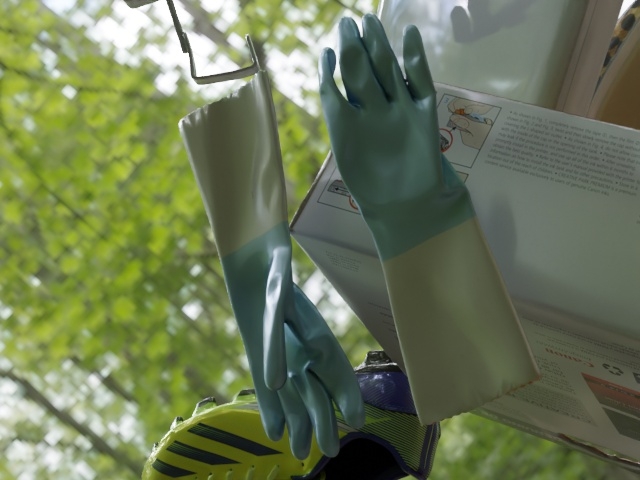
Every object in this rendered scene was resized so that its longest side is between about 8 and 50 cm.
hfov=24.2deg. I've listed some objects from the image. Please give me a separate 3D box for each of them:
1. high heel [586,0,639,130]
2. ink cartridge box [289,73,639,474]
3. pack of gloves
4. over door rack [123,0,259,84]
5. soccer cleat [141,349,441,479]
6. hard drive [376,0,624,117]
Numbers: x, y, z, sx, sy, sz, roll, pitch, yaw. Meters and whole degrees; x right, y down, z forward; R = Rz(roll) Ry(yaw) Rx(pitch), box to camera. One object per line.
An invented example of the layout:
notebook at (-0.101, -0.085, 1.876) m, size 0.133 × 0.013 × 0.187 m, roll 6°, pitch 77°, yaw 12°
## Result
high heel at (0.202, -0.111, 1.266) m, size 0.093 × 0.186 × 0.261 m, roll 7°, pitch -70°, yaw -30°
ink cartridge box at (0.178, 0.043, 0.940) m, size 0.130 × 0.309 × 0.272 m, roll -62°, pitch -31°, yaw -17°
pack of gloves at (0.000, 0.000, 0.826) m, size 0.046 × 0.232 × 0.195 m, roll -3°, pitch -20°, yaw -47°
over door rack at (-0.180, -0.268, 1.111) m, size 0.108 × 0.324 × 0.239 m, roll -30°, pitch -11°, yaw 3°
soccer cleat at (-0.034, 0.181, 1.194) m, size 0.289 × 0.121 × 0.093 m, roll -23°, pitch -39°, yaw 28°
hard drive at (0.123, -0.169, 1.106) m, size 0.047 × 0.233 × 0.353 m, roll -13°, pitch -45°, yaw -26°
